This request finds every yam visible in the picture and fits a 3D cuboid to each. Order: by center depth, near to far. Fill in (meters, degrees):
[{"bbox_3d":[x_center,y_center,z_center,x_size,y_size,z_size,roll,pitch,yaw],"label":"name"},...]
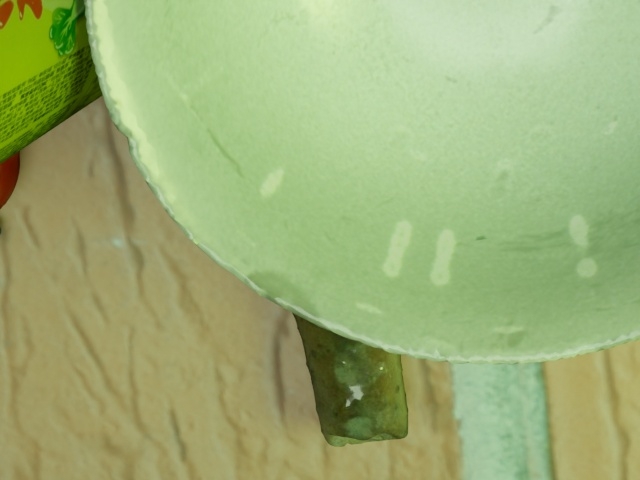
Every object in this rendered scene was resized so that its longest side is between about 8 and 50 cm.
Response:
[{"bbox_3d":[0.000,0.000,1.077,0.071,0.067,0.317,-5,113,23],"label":"yam"}]

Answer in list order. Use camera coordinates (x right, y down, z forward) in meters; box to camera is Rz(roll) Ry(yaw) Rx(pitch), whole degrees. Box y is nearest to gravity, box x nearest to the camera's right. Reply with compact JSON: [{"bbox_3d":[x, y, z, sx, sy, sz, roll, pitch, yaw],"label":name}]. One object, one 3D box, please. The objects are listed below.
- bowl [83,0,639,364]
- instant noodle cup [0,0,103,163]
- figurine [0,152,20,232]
[{"bbox_3d":[0.096,-0.162,0.918,0.435,0.196,0.435,2,114,4],"label":"bowl"},{"bbox_3d":[-0.248,-0.156,0.907,0.311,0.221,0.311,13,116,28],"label":"instant noodle cup"},{"bbox_3d":[-0.249,-0.025,1.092,0.075,0.068,0.140,34,116,-6],"label":"figurine"}]
